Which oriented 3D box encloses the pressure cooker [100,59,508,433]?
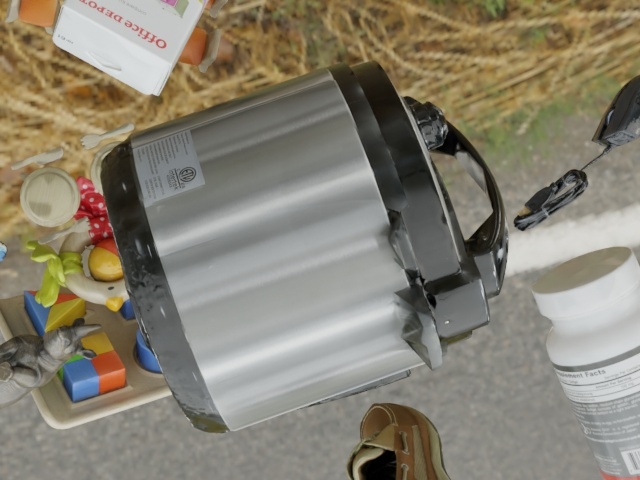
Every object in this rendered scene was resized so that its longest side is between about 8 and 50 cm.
[{"bbox_3d":[-0.001,-0.003,1.376,0.420,0.370,0.375,-20,176,-2],"label":"pressure cooker"}]

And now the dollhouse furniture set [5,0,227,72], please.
[{"bbox_3d":[-0.235,-0.355,1.494,0.262,0.259,0.135,13,173,-16],"label":"dollhouse furniture set"}]

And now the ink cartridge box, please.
[{"bbox_3d":[-0.131,-0.182,0.893,0.088,0.122,0.052,27,152,-10],"label":"ink cartridge box"}]

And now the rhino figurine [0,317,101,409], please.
[{"bbox_3d":[-0.366,0.151,1.470,0.243,0.073,0.106,-28,161,17],"label":"rhino figurine"}]

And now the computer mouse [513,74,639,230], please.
[{"bbox_3d":[0.271,-0.096,1.199,0.242,0.041,0.071,-43,-167,-21],"label":"computer mouse"}]

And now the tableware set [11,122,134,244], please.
[{"bbox_3d":[-0.335,-0.082,1.733,0.194,0.128,0.039,-19,-175,1],"label":"tableware set"}]

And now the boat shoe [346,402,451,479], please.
[{"bbox_3d":[0.103,0.319,1.712,0.120,0.324,0.123,23,103,-19],"label":"boat shoe"}]

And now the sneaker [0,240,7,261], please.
[{"bbox_3d":[-0.473,0.022,1.526,0.162,0.063,0.073,-2,107,-48],"label":"sneaker"}]

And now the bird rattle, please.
[{"bbox_3d":[-0.378,0.022,2.062,0.253,0.207,0.143,-50,165,-40],"label":"bird rattle"}]

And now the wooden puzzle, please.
[{"bbox_3d":[-0.368,0.158,2.117,0.347,0.322,0.080,-12,134,-29],"label":"wooden puzzle"}]

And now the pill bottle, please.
[{"bbox_3d":[0.493,0.207,1.951,0.210,0.363,0.210,-24,-171,4],"label":"pill bottle"}]
